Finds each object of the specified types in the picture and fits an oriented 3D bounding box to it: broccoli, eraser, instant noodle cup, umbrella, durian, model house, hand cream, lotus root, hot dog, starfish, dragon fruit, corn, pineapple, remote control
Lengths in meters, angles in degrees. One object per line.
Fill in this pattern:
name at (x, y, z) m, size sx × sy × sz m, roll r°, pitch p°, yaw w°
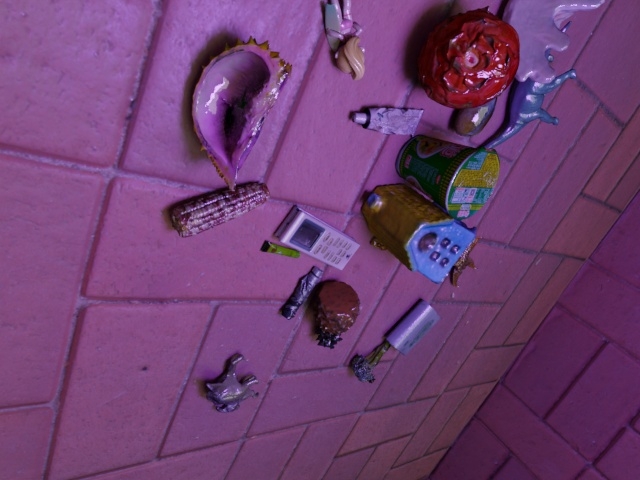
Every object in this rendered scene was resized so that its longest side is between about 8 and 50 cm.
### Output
broccoli at (0.214, 0.488, 1.742) m, size 0.204 × 0.118 × 0.122 m, roll -37°, pitch 108°, yaw -31°
eraser at (0.390, 0.365, 1.779) m, size 0.227 × 0.081 × 0.174 m, roll -47°, pitch 139°, yaw -1°
instant noodle cup at (0.349, -0.201, 1.209) m, size 0.207 × 0.232 × 0.207 m, roll -19°, pitch 128°, yaw -26°
umbrella at (-0.057, 0.163, 1.313) m, size 0.188 × 0.046 × 0.050 m, roll -53°, pitch 156°, yaw 8°
durian at (-0.168, -0.272, 0.849) m, size 0.186 × 0.154 × 0.260 m, roll 38°, pitch 102°, yaw -24°
model house at (0.274, -0.038, 1.280) m, size 0.303 × 0.237 × 0.216 m, roll 20°, pitch 110°, yaw -41°
hand cream at (-0.109, 0.028, 1.191) m, size 0.122 × 0.023 × 0.036 m, roll 17°, pitch 114°, yaw -39°
lotus root at (0.471, -0.396, 1.263) m, size 0.113 × 0.088 × 0.192 m, roll 1°, pitch 121°, yaw -56°
hot dog at (0.204, 0.015, 1.410) m, size 0.090 × 0.034 × 0.030 m, roll 15°, pitch 112°, yaw -42°
hand cream at (0.188, -0.321, 1.137) m, size 0.256 × 0.050 × 0.084 m, roll -6°, pitch 122°, yaw -38°
starfish at (0.597, 0.091, 1.760) m, size 0.138 × 0.050 × 0.247 m, roll -32°, pitch 142°, yaw -15°
dragon fruit at (0.353, -0.432, 1.030) m, size 0.240 × 0.252 × 0.241 m, roll -1°, pitch 94°, yaw -19°
corn at (-0.228, -0.075, 0.989) m, size 0.237 × 0.079 × 0.080 m, roll -23°, pitch 133°, yaw -26°
pineapple at (0.035, 0.266, 1.402) m, size 0.157 × 0.158 × 0.279 m, roll -15°, pitch 140°, yaw -28°
remote control at (0.000, 0.000, 1.228) m, size 0.277 × 0.055 × 0.103 m, roll 28°, pitch 102°, yaw -46°

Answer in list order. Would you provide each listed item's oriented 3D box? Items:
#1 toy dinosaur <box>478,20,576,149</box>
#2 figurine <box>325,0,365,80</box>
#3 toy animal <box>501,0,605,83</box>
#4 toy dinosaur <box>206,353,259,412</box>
toy dinosaur at (0.619, -0.444, 1.345) m, size 0.330 × 0.129 × 0.384 m, roll -23°, pitch 132°, yaw -10°
figurine at (0.056, -0.447, 0.926) m, size 0.083 × 0.083 × 0.187 m, roll -25°, pitch 124°, yaw -20°
toy animal at (0.609, -0.580, 1.160) m, size 0.266 × 0.188 × 0.308 m, roll -13°, pitch 96°, yaw 12°
toy dinosaur at (-0.279, 0.480, 1.363) m, size 0.162 × 0.077 × 0.294 m, roll -29°, pitch 135°, yaw -16°
